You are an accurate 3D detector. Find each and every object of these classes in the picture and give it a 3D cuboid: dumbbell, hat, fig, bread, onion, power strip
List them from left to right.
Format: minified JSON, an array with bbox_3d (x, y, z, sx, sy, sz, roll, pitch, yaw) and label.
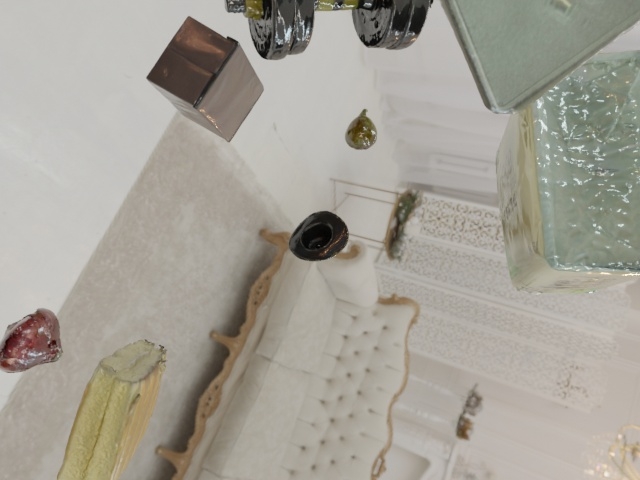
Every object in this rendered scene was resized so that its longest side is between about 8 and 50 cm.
[{"bbox_3d":[-0.731,0.265,1.309,0.184,0.147,0.184,-53,-174,7],"label":"onion"},{"bbox_3d":[-0.407,0.338,1.048,0.239,0.111,0.245,-128,-122,-85],"label":"bread"},{"bbox_3d":[0.000,0.000,1.007,0.121,0.121,0.050,-65,153,-19],"label":"hat"},{"bbox_3d":[0.026,-0.419,0.901,0.389,0.185,0.184,-10,119,-18],"label":"dumbbell"},{"bbox_3d":[0.097,-0.263,1.216,0.084,0.082,0.098,-18,112,-61],"label":"fig"},{"bbox_3d":[0.169,-0.231,0.385,0.198,0.064,0.213,-36,129,6],"label":"power strip"}]

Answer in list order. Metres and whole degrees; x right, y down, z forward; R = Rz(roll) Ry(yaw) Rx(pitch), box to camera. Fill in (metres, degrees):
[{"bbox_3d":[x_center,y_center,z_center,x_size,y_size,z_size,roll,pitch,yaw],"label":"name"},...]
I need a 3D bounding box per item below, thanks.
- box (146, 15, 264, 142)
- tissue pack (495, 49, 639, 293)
[{"bbox_3d":[-0.268,-0.379,1.245,0.188,0.153,0.252,-57,172,1],"label":"box"},{"bbox_3d":[0.436,-0.081,0.908,0.405,0.206,0.331,40,48,-74],"label":"tissue pack"}]
